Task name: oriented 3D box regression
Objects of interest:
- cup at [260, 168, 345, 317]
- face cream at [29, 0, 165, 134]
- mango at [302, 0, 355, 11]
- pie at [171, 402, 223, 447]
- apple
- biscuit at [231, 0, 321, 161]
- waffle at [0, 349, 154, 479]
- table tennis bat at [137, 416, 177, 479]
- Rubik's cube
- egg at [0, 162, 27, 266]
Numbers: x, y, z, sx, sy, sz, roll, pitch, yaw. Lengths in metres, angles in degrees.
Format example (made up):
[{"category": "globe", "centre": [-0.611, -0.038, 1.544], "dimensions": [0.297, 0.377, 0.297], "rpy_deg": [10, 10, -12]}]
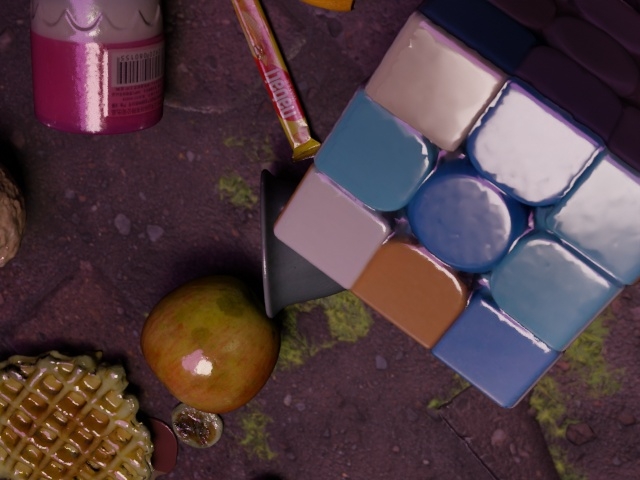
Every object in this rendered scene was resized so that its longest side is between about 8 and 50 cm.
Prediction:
[{"category": "cup", "centre": [0.000, 0.000, 1.631], "dimensions": [0.150, 0.199, 0.199], "rpy_deg": [-3, 110, 1]}, {"category": "face cream", "centre": [-0.292, -0.254, 1.618], "dimensions": [0.175, 0.175, 0.195], "rpy_deg": [10, 113, 15]}, {"category": "mango", "centre": [-0.054, -0.432, 1.482], "dimensions": [0.187, 0.144, 0.359], "rpy_deg": [-22, 107, 14]}, {"category": "pie", "centre": [-0.188, 0.282, 1.881], "dimensions": [0.085, 0.017, 0.085], "rpy_deg": [7, 113, 17]}, {"category": "apple", "centre": [-0.150, 0.140, 1.716], "dimensions": [0.196, 0.196, 0.196], "rpy_deg": [7, 113, 17]}, {"category": "biscuit", "centre": [-0.068, -0.242, 1.630], "dimensions": [0.048, 0.026, 0.292], "rpy_deg": [-22, 103, 5]}, {"category": "waffle", "centre": [-0.401, 0.301, 1.936], "dimensions": [0.317, 0.073, 0.297], "rpy_deg": [-2, 112, 19]}, {"category": "table tennis bat", "centre": [-0.267, 0.348, 1.939], "dimensions": [0.087, 0.013, 0.156], "rpy_deg": [12, 112, 12]}, {"category": "Rubik's cube", "centre": [0.214, -0.092, 1.384], "dimensions": [0.346, 0.347, 0.344], "rpy_deg": [37, 129, 4]}, {"category": "egg", "centre": [-0.576, -0.031, 1.761], "dimensions": [0.310, 0.279, 0.279], "rpy_deg": [-21, 102, 13]}]
